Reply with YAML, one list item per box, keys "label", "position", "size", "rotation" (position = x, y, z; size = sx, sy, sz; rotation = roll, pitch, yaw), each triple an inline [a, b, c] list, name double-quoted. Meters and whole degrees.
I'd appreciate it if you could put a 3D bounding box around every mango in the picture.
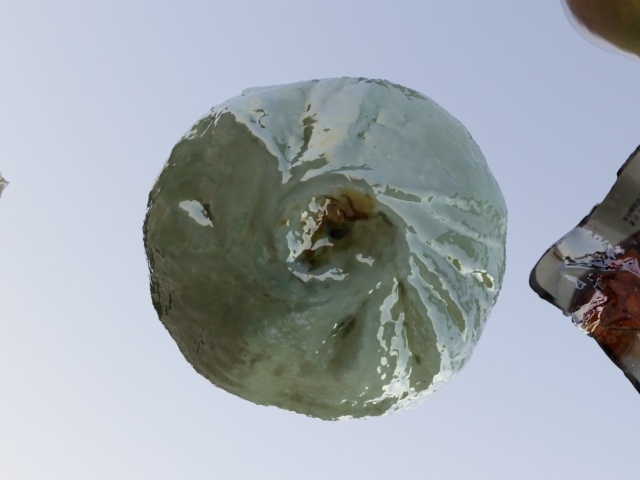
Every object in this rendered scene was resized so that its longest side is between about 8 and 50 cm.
- label: "mango"
  position: [0.427, -0.337, 1.458]
  size: [0.146, 0.129, 0.289]
  rotation: [66, -3, -34]

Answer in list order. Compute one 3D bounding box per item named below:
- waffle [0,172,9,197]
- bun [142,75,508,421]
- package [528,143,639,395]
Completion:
- label: "waffle"
  position: [-0.375, 0.042, 0.928]
  size: [0.348, 0.077, 0.304]
  rotation: [136, -31, -76]
- label: "bun"
  position: [0.000, 0.000, 0.534]
  size: [0.195, 0.195, 0.118]
  rotation: [59, 3, 8]
- label: "package"
  position: [0.283, 0.048, 0.782]
  size: [0.232, 0.166, 0.040]
  rotation: [46, 2, -2]
